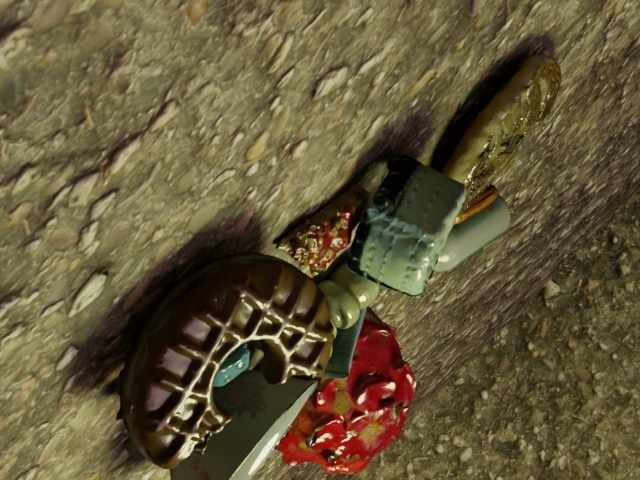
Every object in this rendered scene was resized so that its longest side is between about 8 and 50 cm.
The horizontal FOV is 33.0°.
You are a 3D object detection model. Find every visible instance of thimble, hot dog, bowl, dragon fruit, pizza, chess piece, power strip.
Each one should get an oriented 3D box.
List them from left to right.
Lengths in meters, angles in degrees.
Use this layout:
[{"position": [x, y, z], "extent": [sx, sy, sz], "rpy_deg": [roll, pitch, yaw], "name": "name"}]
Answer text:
[{"position": [-0.284, 0.321, 1.863], "extent": [0.136, 0.019, 0.051], "rpy_deg": [-42, 164, -16], "name": "power strip"}, {"position": [-0.168, 0.338, 1.897], "extent": [0.345, 0.157, 0.345], "rpy_deg": [-52, 171, -11], "name": "bowl"}, {"position": [0.000, 0.000, 1.785], "extent": [0.199, 0.062, 0.188], "rpy_deg": [-22, 146, -50], "name": "pizza"}, {"position": [0.012, 0.131, 1.994], "extent": [0.243, 0.133, 0.133], "rpy_deg": [-45, 162, -26], "name": "chess piece"}, {"position": [0.054, 0.321, 2.197], "extent": [0.371, 0.249, 0.386], "rpy_deg": [-39, 143, -25], "name": "dragon fruit"}, {"position": [0.150, -0.024, 1.853], "extent": [0.237, 0.150, 0.237], "rpy_deg": [24, 90, -82], "name": "thimble"}, {"position": [0.306, -0.083, 2.261], "extent": [0.165, 0.071, 0.045], "rpy_deg": [-32, 153, -37], "name": "hot dog"}]

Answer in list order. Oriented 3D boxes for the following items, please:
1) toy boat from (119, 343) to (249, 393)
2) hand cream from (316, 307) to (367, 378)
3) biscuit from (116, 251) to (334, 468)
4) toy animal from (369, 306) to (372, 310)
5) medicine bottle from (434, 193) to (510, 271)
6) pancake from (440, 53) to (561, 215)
[{"position": [-0.209, 0.214, 1.699], "extent": [0.238, 0.098, 0.109], "rpy_deg": [-35, 155, -30], "name": "toy boat"}, {"position": [0.043, 0.163, 2.063], "extent": [0.256, 0.088, 0.055], "rpy_deg": [-67, 155, -43], "name": "hand cream"}, {"position": [-0.142, 0.157, 1.589], "extent": [0.366, 0.115, 0.268], "rpy_deg": [-32, 128, -30], "name": "biscuit"}, {"position": [0.040, 0.235, 2.367], "extent": [0.217, 0.041, 0.075], "rpy_deg": [-44, 160, -25], "name": "toy animal"}, {"position": [0.262, 0.003, 2.275], "extent": [0.351, 0.110, 0.110], "rpy_deg": [-31, 155, -39], "name": "medicine bottle"}, {"position": [0.343, -0.200, 2.091], "extent": [0.387, 0.082, 0.387], "rpy_deg": [-47, 165, -16], "name": "pancake"}]
